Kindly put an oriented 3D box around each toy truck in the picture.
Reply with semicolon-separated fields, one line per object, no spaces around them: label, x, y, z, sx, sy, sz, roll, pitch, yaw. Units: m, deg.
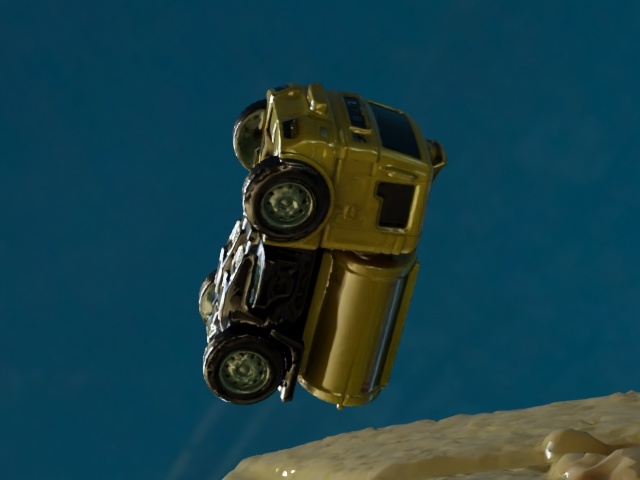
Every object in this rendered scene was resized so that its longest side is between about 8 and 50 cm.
toy truck;0.000;0.000;0.510;0.054;0.049;0.083;9;-66;-10

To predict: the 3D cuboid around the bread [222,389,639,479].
bread;0.111;0.264;0.863;0.390;0.279;0.371;-9;-84;17
